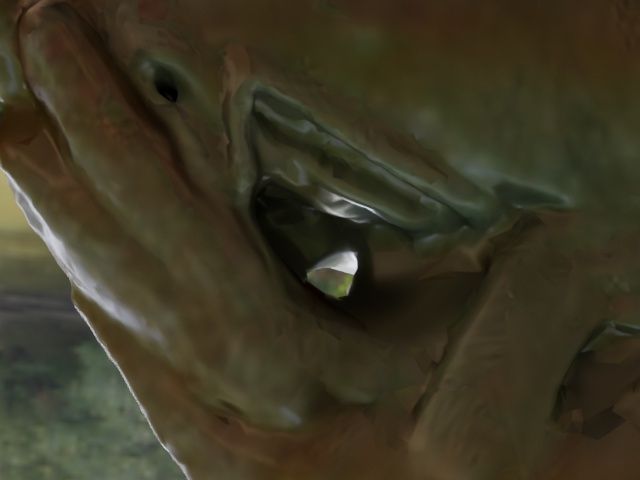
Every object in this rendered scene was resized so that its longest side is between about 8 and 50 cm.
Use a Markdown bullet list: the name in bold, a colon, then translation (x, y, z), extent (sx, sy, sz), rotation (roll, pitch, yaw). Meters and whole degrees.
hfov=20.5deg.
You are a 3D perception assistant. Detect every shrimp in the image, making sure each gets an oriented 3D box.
- **shrimp**: translation (0.000, 0.000, 0.375), extent (0.317, 0.168, 0.077), rotation (5, 152, 2)
